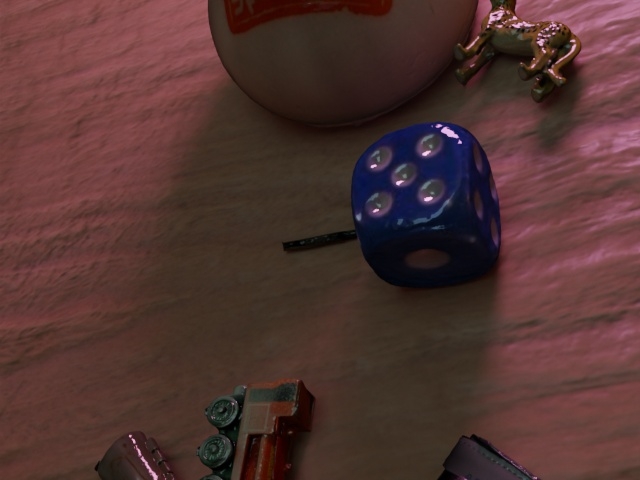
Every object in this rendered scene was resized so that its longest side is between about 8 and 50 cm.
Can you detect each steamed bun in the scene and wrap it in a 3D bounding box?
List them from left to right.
[{"bbox_3d":[0.016,-0.345,1.406,0.375,0.241,0.374,-12,57,19],"label":"steamed bun"}]

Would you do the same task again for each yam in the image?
[{"bbox_3d":[0.000,0.000,1.341,0.107,0.014,0.014,-10,57,22],"label":"yam"}]

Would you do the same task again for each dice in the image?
[{"bbox_3d":[0.122,-0.035,1.210,0.143,0.146,0.146,-12,56,20],"label":"dice"}]

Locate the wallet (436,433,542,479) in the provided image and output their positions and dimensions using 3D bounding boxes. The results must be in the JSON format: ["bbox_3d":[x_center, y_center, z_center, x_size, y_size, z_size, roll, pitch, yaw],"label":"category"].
[{"bbox_3d":[0.135,0.309,1.041,0.170,0.069,0.231,30,77,43],"label":"wallet"}]

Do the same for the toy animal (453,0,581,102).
[{"bbox_3d":[0.255,-0.246,1.319,0.181,0.073,0.136,24,68,41],"label":"toy animal"}]

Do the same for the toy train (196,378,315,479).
[{"bbox_3d":[-0.074,0.241,1.198,0.118,0.074,0.175,-6,56,22],"label":"toy train"}]

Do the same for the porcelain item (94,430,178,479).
[{"bbox_3d":[-0.177,0.310,1.221,0.213,0.054,0.084,41,99,39],"label":"porcelain item"}]
